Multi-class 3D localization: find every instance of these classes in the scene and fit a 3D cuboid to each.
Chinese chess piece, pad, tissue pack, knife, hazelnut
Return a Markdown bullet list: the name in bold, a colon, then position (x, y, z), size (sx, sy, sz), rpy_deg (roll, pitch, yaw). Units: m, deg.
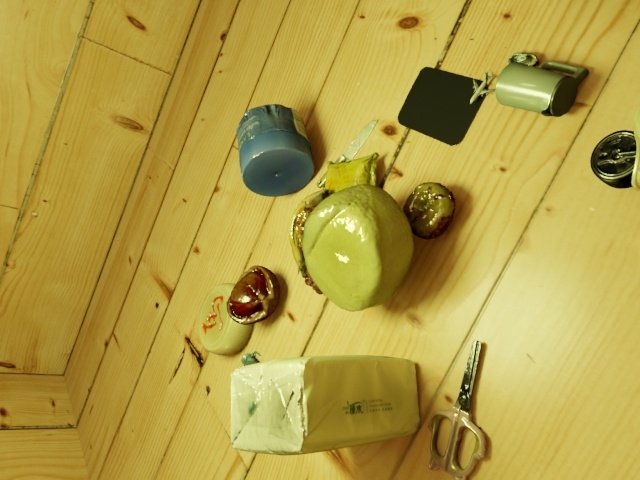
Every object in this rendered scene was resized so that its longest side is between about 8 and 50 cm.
- **Chinese chess piece**: position (-0.353, 0.292, 1.948), size (0.273, 0.102, 0.274), rpy_deg (-19, 65, 46)
- **pad**: position (0.324, -0.371, 1.427), size (0.267, 0.004, 0.181), rpy_deg (41, 110, 49)
- **tissue pack**: position (0.011, 0.389, 1.261), size (0.297, 0.380, 0.208), rpy_deg (-20, 68, 44)
- **knife**: position (0.086, -0.272, 1.671), size (0.298, 0.017, 0.047), rpy_deg (-48, 48, 24)
- **hazelnut**: position (-0.224, 0.183, 1.773), size (0.170, 0.160, 0.202), rpy_deg (19, 103, 18)

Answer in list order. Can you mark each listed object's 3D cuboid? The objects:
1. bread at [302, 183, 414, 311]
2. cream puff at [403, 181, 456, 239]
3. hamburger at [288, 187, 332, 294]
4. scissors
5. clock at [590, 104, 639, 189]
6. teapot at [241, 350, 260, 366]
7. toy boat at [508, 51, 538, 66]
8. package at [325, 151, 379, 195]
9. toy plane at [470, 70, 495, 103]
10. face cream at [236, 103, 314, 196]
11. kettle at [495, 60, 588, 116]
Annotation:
- **bread**: position (0.104, 0.013, 1.356), size (0.320, 0.237, 0.321), rpy_deg (34, 139, 36)
- **cream puff**: position (0.281, -0.074, 1.320), size (0.148, 0.084, 0.149), rpy_deg (-15, 69, 43)
- **hamburger**: position (0.000, 0.000, 1.563), size (0.155, 0.245, 0.282), rpy_deg (25, 83, 50)
- **scissors**: position (0.319, 0.380, 1.175), size (0.160, 0.024, 0.318), rpy_deg (13, 89, 53)
- **clock**: position (0.667, -0.236, 0.887), size (0.276, 0.120, 0.379), rpy_deg (43, 111, 53)
- **teapot**: position (-0.236, 0.421, 1.807), size (0.083, 0.049, 0.064), rpy_deg (36, 107, 49)
- **toy boat**: position (0.479, -0.426, 1.233), size (0.083, 0.038, 0.038), rpy_deg (32, 103, 51)
- **package**: position (0.086, -0.174, 1.580), size (0.226, 0.090, 0.169), rpy_deg (-5, 76, 47)
- **toy plane**: position (0.403, -0.381, 1.314), size (0.078, 0.024, 0.085), rpy_deg (49, 122, 44)
- **face cream**: position (-0.158, -0.309, 1.794), size (0.249, 0.248, 0.225), rpy_deg (-41, 47, 35)
- **kettle**: position (0.488, -0.338, 1.164), size (0.148, 0.126, 0.098), rpy_deg (35, 138, 47)
